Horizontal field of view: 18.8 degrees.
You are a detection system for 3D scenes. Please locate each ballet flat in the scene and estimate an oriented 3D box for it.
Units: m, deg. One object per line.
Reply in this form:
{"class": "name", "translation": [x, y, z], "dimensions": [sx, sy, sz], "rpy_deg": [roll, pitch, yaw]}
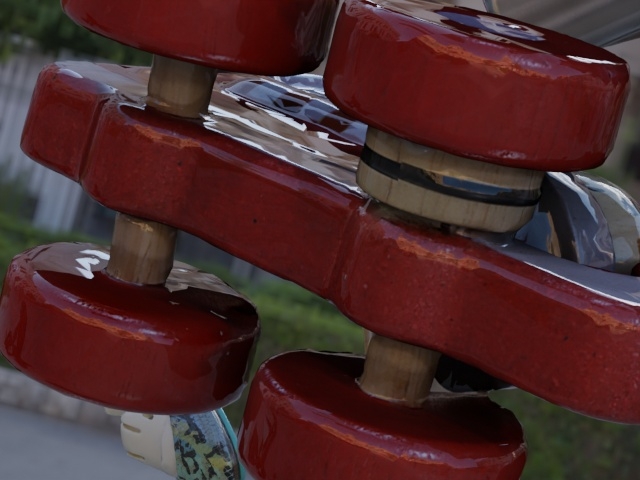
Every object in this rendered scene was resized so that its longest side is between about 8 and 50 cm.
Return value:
{"class": "ballet flat", "translation": [-0.099, 0.107, 1.193], "dimensions": [0.070, 0.070, 0.188], "rpy_deg": [14, 16, -23]}

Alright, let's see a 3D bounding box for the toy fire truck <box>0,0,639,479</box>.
{"class": "toy fire truck", "translation": [0.039, -0.013, 0.743], "dimensions": [0.302, 0.169, 0.254], "rpy_deg": [22, 16, 34]}

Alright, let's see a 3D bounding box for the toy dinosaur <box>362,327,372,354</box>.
{"class": "toy dinosaur", "translation": [0.000, 0.000, 1.415], "dimensions": [0.064, 0.112, 0.211], "rpy_deg": [-19, 56, -46]}

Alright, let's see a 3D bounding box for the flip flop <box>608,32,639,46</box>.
{"class": "flip flop", "translation": [0.241, -0.201, 1.445], "dimensions": [0.080, 0.277, 0.112], "rpy_deg": [51, -4, 8]}

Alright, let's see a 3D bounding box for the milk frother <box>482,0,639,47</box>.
{"class": "milk frother", "translation": [0.154, -0.162, 0.984], "dimensions": [0.135, 0.129, 0.143], "rpy_deg": [-22, -8, 20]}
